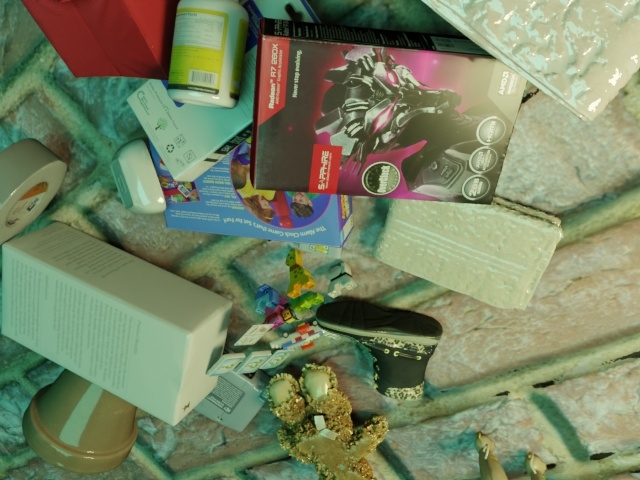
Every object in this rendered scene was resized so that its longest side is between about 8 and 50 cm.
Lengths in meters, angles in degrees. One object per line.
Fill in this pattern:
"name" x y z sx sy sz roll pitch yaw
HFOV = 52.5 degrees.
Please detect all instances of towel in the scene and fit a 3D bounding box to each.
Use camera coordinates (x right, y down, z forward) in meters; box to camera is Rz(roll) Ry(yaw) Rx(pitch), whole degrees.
"towel" 0.240 -0.002 1.083 0.282 0.049 0.187 22 124 10
"towel" 0.308 -0.365 0.775 0.317 0.053 0.332 36 110 0

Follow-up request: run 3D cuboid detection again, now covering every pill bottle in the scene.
"pill bottle" -0.158 -0.287 0.929 0.103 0.103 0.184 10 96 16

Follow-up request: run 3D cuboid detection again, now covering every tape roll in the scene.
"tape roll" -0.596 -0.091 1.259 0.072 0.219 0.219 39 126 -4

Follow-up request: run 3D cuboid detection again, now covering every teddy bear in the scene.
"teddy bear" 0.017 0.408 1.394 0.245 0.113 0.338 -41 98 18

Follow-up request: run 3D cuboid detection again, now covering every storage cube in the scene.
"storage cube" -0.295 -0.371 0.949 0.183 0.215 0.193 6 147 21

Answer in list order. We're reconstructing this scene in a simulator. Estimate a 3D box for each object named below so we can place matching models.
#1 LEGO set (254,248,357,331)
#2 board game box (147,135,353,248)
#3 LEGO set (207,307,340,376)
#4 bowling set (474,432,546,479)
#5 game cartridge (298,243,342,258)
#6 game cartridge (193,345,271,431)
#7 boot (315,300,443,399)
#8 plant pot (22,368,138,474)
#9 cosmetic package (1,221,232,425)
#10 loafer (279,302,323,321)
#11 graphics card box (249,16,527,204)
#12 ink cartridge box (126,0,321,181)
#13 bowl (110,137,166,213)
"LEGO set" -0.049 0.078 1.234 0.227 0.093 0.087 -29 137 28
"board game box" -0.123 -0.122 1.136 0.347 0.078 0.233 7 122 18
"LEGO set" -0.085 0.213 1.273 0.244 0.182 0.060 -46 55 35
"bowling set" 0.429 0.512 1.282 0.199 0.154 0.287 -13 114 8
"game cartridge" 0.000 0.000 1.200 0.083 0.017 0.056 13 120 14
"game cartridge" -0.263 0.306 1.470 0.294 0.060 0.196 35 123 -1
"boot" 0.102 0.214 1.238 0.236 0.085 0.179 9 123 5
"plant pot" -0.528 0.368 1.521 0.263 0.263 0.229 30 108 3
"cosmetic package" -0.426 0.158 1.334 0.453 0.161 0.230 23 117 16
"loafer" -0.049 0.146 1.293 0.125 0.039 0.045 -22 109 31
"graphics card box" 0.088 -0.178 0.933 0.370 0.094 0.233 4 123 -7
"ink cartridge box" -0.134 -0.250 1.010 0.332 0.065 0.165 -33 82 18
"bowl" -0.342 -0.111 1.193 0.142 0.053 0.142 -1 106 62
